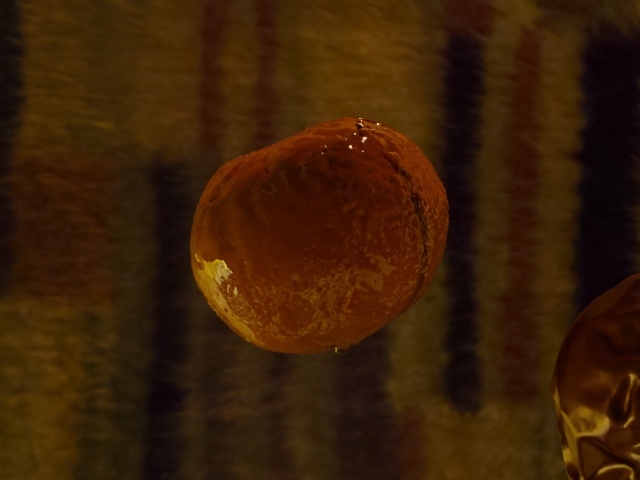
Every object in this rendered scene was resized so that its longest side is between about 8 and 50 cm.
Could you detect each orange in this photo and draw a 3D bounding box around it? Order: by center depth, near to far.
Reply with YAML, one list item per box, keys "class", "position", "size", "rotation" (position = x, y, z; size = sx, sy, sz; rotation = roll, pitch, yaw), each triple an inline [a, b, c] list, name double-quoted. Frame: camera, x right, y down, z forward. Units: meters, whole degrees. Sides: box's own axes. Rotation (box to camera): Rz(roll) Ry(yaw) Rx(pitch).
- class: "orange"
  position: [0.000, 0.000, 1.379]
  size: [0.193, 0.193, 0.161]
  rotation: [-26, 97, 13]

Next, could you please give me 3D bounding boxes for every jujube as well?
- class: "jujube"
  position: [0.251, 0.080, 1.056]
  size: [0.250, 0.174, 0.174]
  rotation: [-22, 85, 14]
